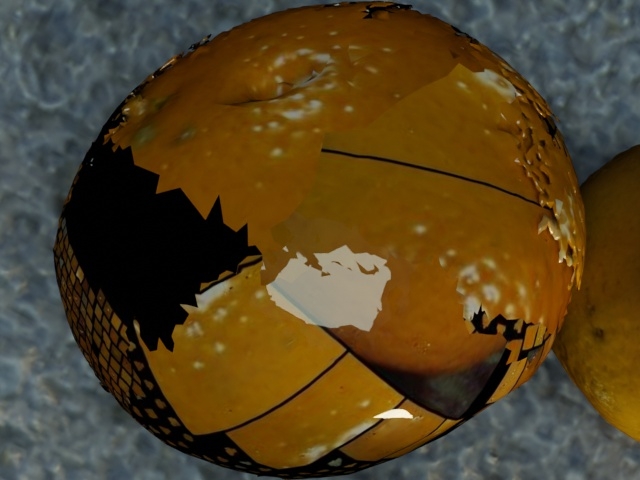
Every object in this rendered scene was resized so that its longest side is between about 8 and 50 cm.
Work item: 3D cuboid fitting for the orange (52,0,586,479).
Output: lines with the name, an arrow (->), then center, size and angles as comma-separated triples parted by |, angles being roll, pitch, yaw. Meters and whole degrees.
orange -> 0.000, 0.000, 0.859 | 0.234, 0.234, 0.182 | -10, 125, -5

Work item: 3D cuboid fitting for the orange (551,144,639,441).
orange -> 0.175, 0.028, 0.931 | 0.156, 0.134, 0.157 | 16, 66, -40
